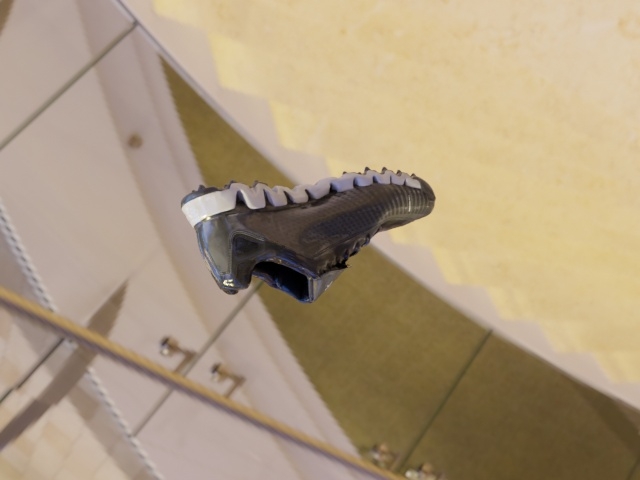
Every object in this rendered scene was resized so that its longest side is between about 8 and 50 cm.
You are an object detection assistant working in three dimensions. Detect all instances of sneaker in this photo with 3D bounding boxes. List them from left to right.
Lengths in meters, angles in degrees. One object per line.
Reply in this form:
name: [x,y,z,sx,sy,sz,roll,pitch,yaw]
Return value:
sneaker: [0.000,0.000,0.976,0.078,0.234,0.106,-34,66,59]
